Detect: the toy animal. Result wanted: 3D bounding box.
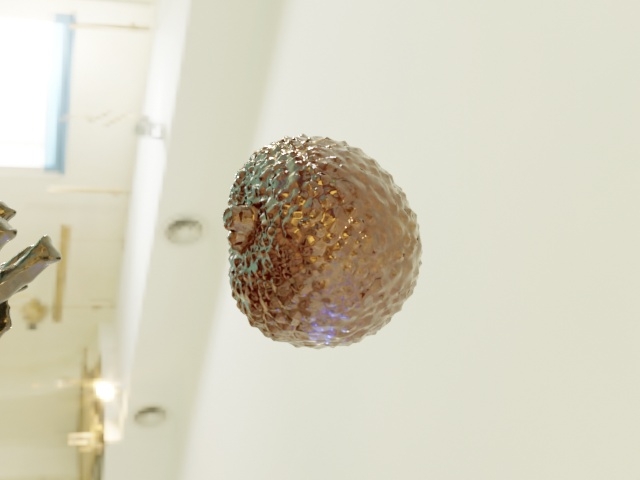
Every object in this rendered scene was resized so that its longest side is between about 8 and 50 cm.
[{"bbox_3d":[-0.369,0.029,1.199,0.146,0.114,0.245,-51,159,0],"label":"toy animal"}]

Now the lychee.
[{"bbox_3d":[0.000,0.000,1.365,0.260,0.261,0.260,-179,-90,-73],"label":"lychee"}]
